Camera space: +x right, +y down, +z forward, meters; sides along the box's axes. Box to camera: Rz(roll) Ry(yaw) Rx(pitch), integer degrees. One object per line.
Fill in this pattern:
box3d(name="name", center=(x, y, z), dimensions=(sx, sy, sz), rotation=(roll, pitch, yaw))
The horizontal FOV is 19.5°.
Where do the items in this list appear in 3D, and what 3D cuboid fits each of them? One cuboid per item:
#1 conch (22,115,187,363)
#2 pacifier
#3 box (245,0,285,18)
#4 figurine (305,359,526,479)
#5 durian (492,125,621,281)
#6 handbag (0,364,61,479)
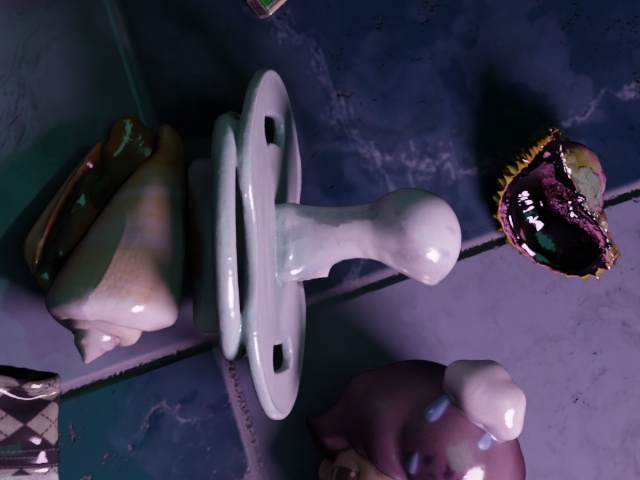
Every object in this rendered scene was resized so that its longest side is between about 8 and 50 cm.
box3d(name="conch", center=(-0.193, 0.009, 1.822), dimensions=(0.158, 0.127, 0.255), rotation=(13, 56, 15))
box3d(name="pacifier", center=(0.000, 0.000, 1.798), dimensions=(0.269, 0.288, 0.343), rotation=(-5, 92, 12))
box3d(name="box", center=(-0.085, -0.360, 1.923), dimensions=(0.132, 0.034, 0.235), rotation=(-44, 104, -20))
box3d(name="figurine", center=(0.045, 0.276, 1.860), dimensions=(0.365, 0.218, 0.206), rotation=(-45, 132, -16))
box3d(name="durian", center=(0.256, -0.049, 2.041), dimensions=(0.187, 0.119, 0.108), rotation=(59, 29, -22))
box3d(name="handbag", center=(-0.394, 0.310, 1.648), dimensions=(0.316, 0.180, 0.416), rotation=(8, 82, -41))
